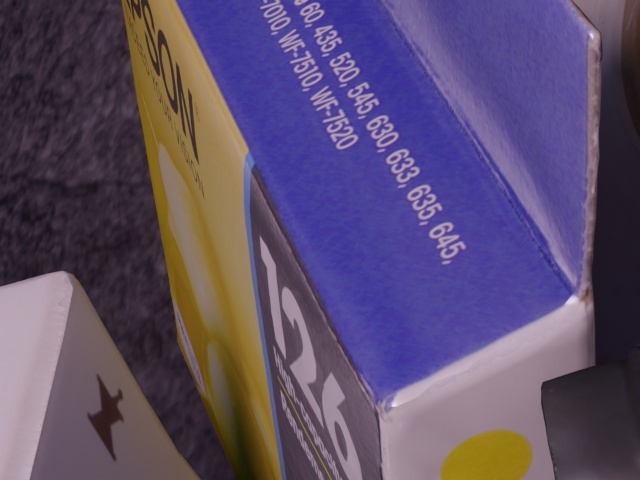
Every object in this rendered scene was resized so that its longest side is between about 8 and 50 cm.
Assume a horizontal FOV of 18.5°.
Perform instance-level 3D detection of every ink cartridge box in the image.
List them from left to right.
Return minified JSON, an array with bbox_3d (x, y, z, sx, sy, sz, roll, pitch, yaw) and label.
[{"bbox_3d":[0.000,0.000,0.595,0.072,0.307,0.304,-16,39,-9],"label":"ink cartridge box"}]

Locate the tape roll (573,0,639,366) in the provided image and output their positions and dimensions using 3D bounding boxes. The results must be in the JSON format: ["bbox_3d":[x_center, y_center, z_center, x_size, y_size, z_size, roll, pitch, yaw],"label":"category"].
[{"bbox_3d":[0.168,-0.060,0.542,0.286,0.100,0.286,-30,47,39],"label":"tape roll"}]

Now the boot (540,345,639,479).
[{"bbox_3d":[0.174,0.105,0.411,0.207,0.246,0.094,-15,24,10],"label":"boot"}]

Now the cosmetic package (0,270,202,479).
[{"bbox_3d":[-0.243,0.190,0.621,0.453,0.230,0.161,-15,35,16],"label":"cosmetic package"}]
